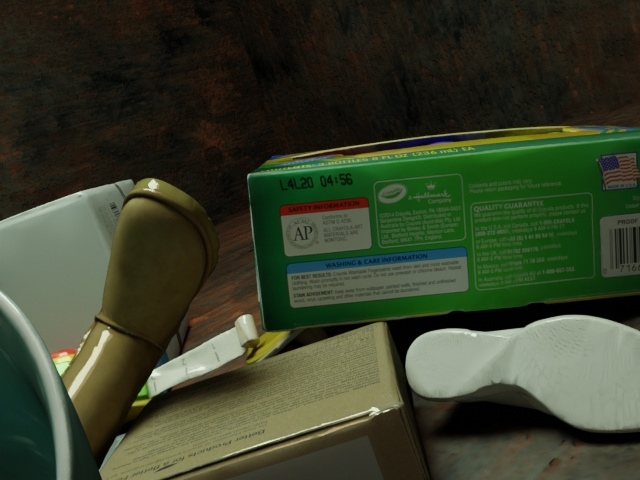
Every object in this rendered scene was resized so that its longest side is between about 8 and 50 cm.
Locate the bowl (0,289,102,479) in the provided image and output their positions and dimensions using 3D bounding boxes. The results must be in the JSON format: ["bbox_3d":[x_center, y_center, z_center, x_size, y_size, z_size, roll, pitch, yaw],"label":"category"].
[{"bbox_3d":[-0.239,0.180,0.379,0.311,0.312,0.163,-19,-34,2],"label":"bowl"}]

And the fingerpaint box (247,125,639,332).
[{"bbox_3d":[0.155,-0.041,0.830,0.444,0.163,0.371,-5,9,1],"label":"fingerpaint box"}]

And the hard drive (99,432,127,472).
[{"bbox_3d":[-0.265,0.246,0.736,0.135,0.022,0.094,-19,9,3],"label":"hard drive"}]

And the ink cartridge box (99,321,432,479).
[{"bbox_3d":[-0.040,0.162,0.557,0.234,0.088,0.193,-19,10,6],"label":"ink cartridge box"}]

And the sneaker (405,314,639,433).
[{"bbox_3d":[0.178,0.101,0.553,0.212,0.080,0.094,0,-13,39],"label":"sneaker"}]

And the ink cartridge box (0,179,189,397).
[{"bbox_3d":[-0.334,0.073,1.075,0.166,0.286,0.395,-20,8,-3],"label":"ink cartridge box"}]

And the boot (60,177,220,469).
[{"bbox_3d":[-0.179,0.114,0.567,0.236,0.089,0.270,109,-175,-50],"label":"boot"}]

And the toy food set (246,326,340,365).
[{"bbox_3d":[-0.023,0.123,0.861,0.128,0.071,0.218,-43,6,4],"label":"toy food set"}]

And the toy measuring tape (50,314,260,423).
[{"bbox_3d":[-0.235,0.158,0.821,0.330,0.121,0.121,-26,8,7],"label":"toy measuring tape"}]
